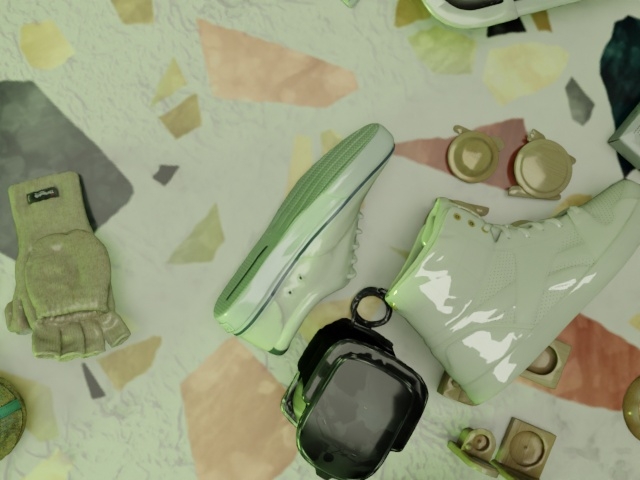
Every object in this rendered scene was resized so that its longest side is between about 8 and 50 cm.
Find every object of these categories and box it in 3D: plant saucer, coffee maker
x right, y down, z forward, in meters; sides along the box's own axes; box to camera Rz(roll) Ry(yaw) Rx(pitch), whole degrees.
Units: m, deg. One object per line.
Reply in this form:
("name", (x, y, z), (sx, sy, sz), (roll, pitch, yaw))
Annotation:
("plant saucer", (0.366, 0.180, 1.070), (0.083, 0.015, 0.083), (0, 89, -4))
("coffee maker", (0.031, 0.130, 0.961), (0.120, 0.178, 0.171), (6, 89, -5))

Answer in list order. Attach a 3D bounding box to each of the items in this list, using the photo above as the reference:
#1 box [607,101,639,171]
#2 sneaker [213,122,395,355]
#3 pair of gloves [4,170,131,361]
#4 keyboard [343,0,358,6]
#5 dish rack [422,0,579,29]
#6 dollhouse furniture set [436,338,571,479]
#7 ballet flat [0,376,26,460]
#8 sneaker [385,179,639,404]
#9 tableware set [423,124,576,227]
("box", (0.424, -0.100, 1.068), (0.186, 0.038, 0.145), (41, 87, -4))
("sneaker", (0.000, 0.000, 1.015), (0.091, 0.094, 0.258), (38, 91, -21))
("pair of gloves", (-0.322, 0.051, 0.971), (0.240, 0.042, 0.204), (-21, 64, -11))
("keyboard", (-0.038, -0.356, 1.047), (0.256, 0.014, 0.072), (42, 81, -3))
("dish rack", (0.230, -0.379, 1.038), (0.333, 0.072, 0.285), (-15, 90, -5))
("dollhouse furniture set", (0.198, 0.163, 1.001), (0.144, 0.123, 0.151), (23, 87, -4))
("ballet flat", (-0.448, 0.237, 0.952), (0.348, 0.123, 0.123), (-29, 92, -4))
("sneaker", (0.196, 0.000, 0.986), (0.292, 0.108, 0.169), (-43, 89, -20))
("tableware set", (0.187, -0.042, 1.056), (0.141, 0.020, 0.168), (16, 86, -5))
